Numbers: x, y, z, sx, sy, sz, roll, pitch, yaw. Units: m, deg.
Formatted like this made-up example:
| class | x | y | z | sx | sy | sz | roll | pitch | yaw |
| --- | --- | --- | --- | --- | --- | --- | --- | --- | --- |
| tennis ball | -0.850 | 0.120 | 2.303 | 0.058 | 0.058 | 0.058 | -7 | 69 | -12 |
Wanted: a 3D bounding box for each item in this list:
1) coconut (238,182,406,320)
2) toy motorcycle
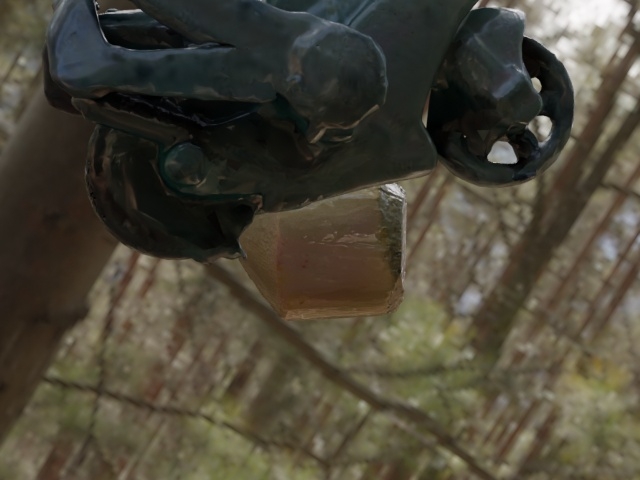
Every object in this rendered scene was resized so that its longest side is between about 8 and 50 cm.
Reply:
| class | x | y | z | sx | sy | sz | roll | pitch | yaw |
| --- | --- | --- | --- | --- | --- | --- | --- | --- | --- |
| coconut | 0.000 | 0.000 | 1.419 | 0.152 | 0.147 | 0.147 | 0 | 3 | 6 |
| toy motorcycle | -0.009 | -0.104 | 0.805 | 0.154 | 0.260 | 0.206 | 166 | -91 | -78 |
